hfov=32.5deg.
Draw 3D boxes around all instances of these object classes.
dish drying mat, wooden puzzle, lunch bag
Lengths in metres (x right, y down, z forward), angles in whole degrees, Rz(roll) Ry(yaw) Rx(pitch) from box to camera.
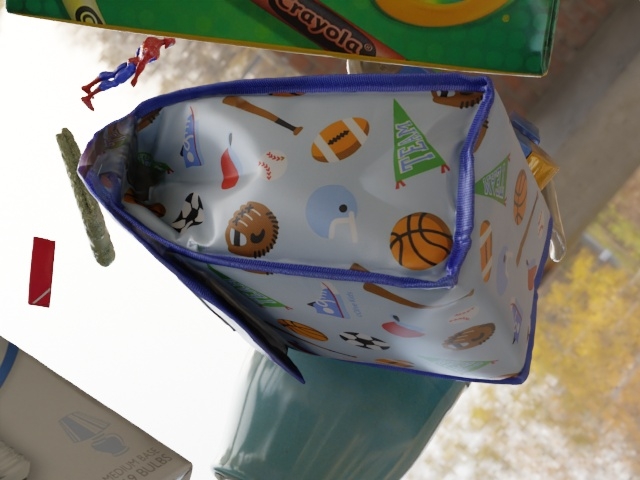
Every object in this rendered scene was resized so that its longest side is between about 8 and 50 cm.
[{"bbox_3d":[-0.334,0.038,1.316,0.032,0.083,0.008,14,163,-42],"label":"dish drying mat"},{"bbox_3d":[0.195,-0.148,1.400,0.348,0.080,0.322,42,-163,-3],"label":"wooden puzzle"},{"bbox_3d":[0.000,0.000,1.069,0.386,0.238,0.328,6,160,22],"label":"lunch bag"}]

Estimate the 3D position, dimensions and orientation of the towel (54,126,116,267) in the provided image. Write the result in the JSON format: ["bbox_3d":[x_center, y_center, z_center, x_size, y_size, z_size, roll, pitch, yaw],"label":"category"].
[{"bbox_3d":[-0.274,-0.051,1.282,0.110,0.027,0.148,88,161,-55],"label":"towel"}]

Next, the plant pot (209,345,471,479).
[{"bbox_3d":[0.006,0.214,1.327,0.272,0.255,0.271,27,158,12],"label":"plant pot"}]

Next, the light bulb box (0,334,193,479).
[{"bbox_3d":[-0.345,0.206,0.713,0.361,0.225,0.358,28,-153,21],"label":"light bulb box"}]

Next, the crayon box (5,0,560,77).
[{"bbox_3d":[0.004,-0.126,0.444,0.165,0.081,0.278,7,-165,5],"label":"crayon box"}]

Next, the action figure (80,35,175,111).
[{"bbox_3d":[-0.194,-0.175,1.122,0.030,0.115,0.038,44,-159,-31],"label":"action figure"}]
